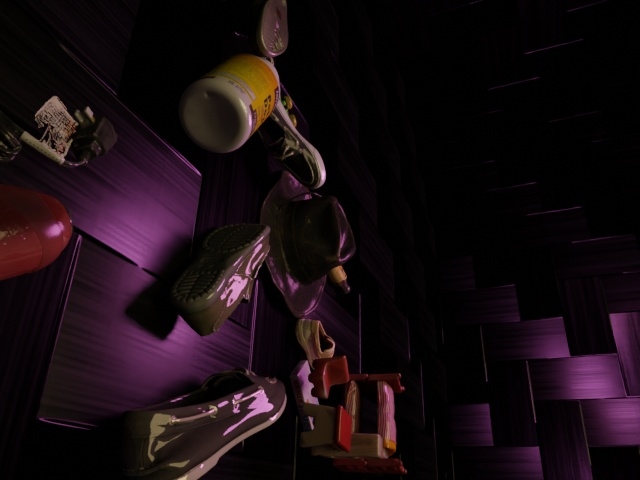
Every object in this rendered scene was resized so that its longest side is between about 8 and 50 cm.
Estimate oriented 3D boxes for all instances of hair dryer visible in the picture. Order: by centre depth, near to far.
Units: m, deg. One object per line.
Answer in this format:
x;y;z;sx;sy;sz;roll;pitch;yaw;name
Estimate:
-0.312;-0.063;0.448;0.224;0.080;0.293;41;36;-37;hair dryer

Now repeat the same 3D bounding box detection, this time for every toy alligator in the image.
-0.096;-0.291;1.113;0.051;0.056;0.189;9;-65;67;toy alligator

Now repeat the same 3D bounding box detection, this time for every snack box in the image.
-0.024;0.338;1.072;0.064;0.022;0.178;-44;122;-68;snack box

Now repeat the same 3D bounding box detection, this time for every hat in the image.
0.000;0.000;1.123;0.331;0.134;0.330;-8;90;-70;hat

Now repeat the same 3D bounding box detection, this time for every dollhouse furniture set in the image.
0.084;0.352;1.090;0.374;0.152;0.201;66;24;-57;dollhouse furniture set

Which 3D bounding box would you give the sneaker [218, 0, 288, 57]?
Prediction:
-0.127;-0.386;0.954;0.083;0.118;0.221;58;25;-43;sneaker

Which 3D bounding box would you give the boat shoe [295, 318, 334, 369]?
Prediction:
0.001;0.230;1.131;0.063;0.059;0.170;-79;151;-43;boat shoe

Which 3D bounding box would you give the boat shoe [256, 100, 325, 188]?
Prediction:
-0.074;-0.189;1.054;0.219;0.078;0.070;54;35;-8;boat shoe

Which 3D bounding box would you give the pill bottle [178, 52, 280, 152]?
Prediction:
-0.138;-0.236;0.874;0.215;0.117;0.117;-67;143;-54;pill bottle

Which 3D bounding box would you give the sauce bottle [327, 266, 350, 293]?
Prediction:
0.042;0.088;1.327;0.128;0.042;0.042;61;28;-45;sauce bottle

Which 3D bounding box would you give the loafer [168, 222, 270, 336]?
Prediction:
-0.144;0.051;0.802;0.251;0.095;0.087;-56;145;-55;loafer

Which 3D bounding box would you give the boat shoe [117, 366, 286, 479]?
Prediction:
-0.135;0.216;0.698;0.335;0.112;0.095;-11;89;-71;boat shoe
